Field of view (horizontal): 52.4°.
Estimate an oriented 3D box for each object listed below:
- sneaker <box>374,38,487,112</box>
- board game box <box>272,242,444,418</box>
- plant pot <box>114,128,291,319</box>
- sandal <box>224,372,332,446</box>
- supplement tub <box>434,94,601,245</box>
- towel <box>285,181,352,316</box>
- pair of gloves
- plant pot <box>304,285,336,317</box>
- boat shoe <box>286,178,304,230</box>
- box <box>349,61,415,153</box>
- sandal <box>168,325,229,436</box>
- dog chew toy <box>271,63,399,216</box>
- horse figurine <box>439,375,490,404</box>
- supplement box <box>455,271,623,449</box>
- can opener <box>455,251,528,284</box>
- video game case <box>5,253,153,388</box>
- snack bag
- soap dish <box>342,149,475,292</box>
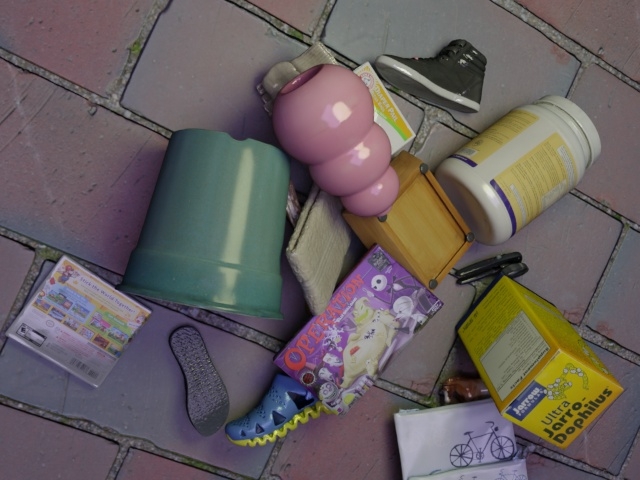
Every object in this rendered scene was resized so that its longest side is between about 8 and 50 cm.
[{"bbox_3d":[0.266,-0.415,1.530,0.296,0.104,0.147,16,89,-23],"label":"sneaker"},{"bbox_3d":[0.084,0.201,1.446,0.208,0.056,0.347,41,90,-4],"label":"board game box"},{"bbox_3d":[-0.213,-0.032,1.327,0.341,0.341,0.334,11,84,-17],"label":"plant pot"},{"bbox_3d":[-0.079,0.366,1.507,0.317,0.126,0.138,-23,98,-21],"label":"sandal"},{"bbox_3d":[0.463,-0.169,1.538,0.331,0.241,0.241,-36,104,-10],"label":"supplement tub"},{"bbox_3d":[0.000,0.000,1.415,0.049,0.282,0.187,-3,131,24],"label":"towel"},{"bbox_3d":[-0.022,-0.288,1.422,0.204,0.042,0.240,-22,108,31],"label":"pair of gloves"},{"bbox_3d":[0.007,0.159,1.526,0.081,0.081,0.083,2,106,-17],"label":"plant pot"},{"bbox_3d":[-0.050,-0.063,1.491,0.059,0.063,0.170,-29,103,-5],"label":"boat shoe"},{"bbox_3d":[0.105,-0.289,1.486,0.103,0.114,0.203,-38,103,-9],"label":"box"},{"bbox_3d":[-0.274,0.315,1.479,0.097,0.054,0.254,-15,90,-22],"label":"sandal"},{"bbox_3d":[0.048,-0.186,1.318,0.206,0.206,0.332,-39,115,-9],"label":"dog chew toy"},{"bbox_3d":[0.436,0.401,1.683,0.263,0.066,0.174,-14,103,-9],"label":"horse figurine"},{"bbox_3d":[0.489,0.266,1.511,0.195,0.356,0.194,30,108,-17],"label":"supplement box"},{"bbox_3d":[0.430,0.069,1.651,0.186,0.073,0.059,-10,107,-6],"label":"can opener"},{"bbox_3d":[-0.515,0.176,1.401,0.227,0.026,0.206,36,85,-16],"label":"video game case"},{"bbox_3d":[0.355,0.564,1.600,0.323,0.037,0.342,-6,85,-10],"label":"snack bag"},{"bbox_3d":[0.217,-0.030,1.514,0.229,0.118,0.291,-46,111,-20],"label":"soap dish"}]
